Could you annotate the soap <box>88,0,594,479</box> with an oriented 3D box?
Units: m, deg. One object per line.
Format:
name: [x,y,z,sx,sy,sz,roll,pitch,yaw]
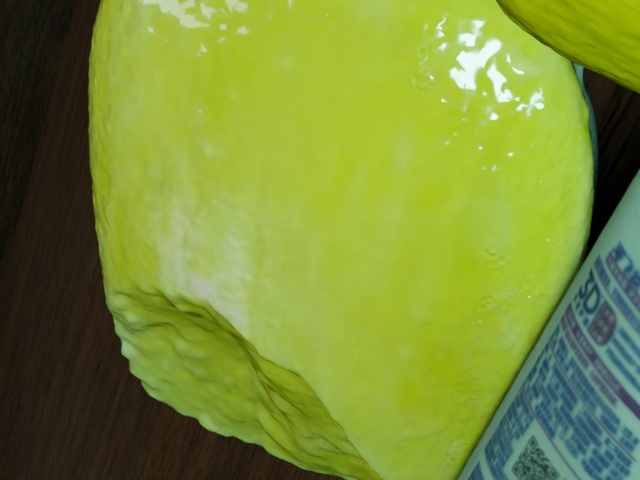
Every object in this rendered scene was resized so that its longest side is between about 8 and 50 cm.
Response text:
soap: [-0.002,0.002,0.831,0.115,0.306,0.427,-42,-34,-44]

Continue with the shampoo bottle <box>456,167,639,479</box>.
shampoo bottle: [0.151,0.095,0.720,0.359,0.078,0.134,-66,35,35]

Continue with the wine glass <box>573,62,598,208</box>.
wine glass: [0.139,-0.066,0.849,0.066,0.066,0.198,-148,68,-69]

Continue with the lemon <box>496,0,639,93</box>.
lemon: [0.169,-0.180,0.498,0.297,0.297,0.297,-170,90,-71]
